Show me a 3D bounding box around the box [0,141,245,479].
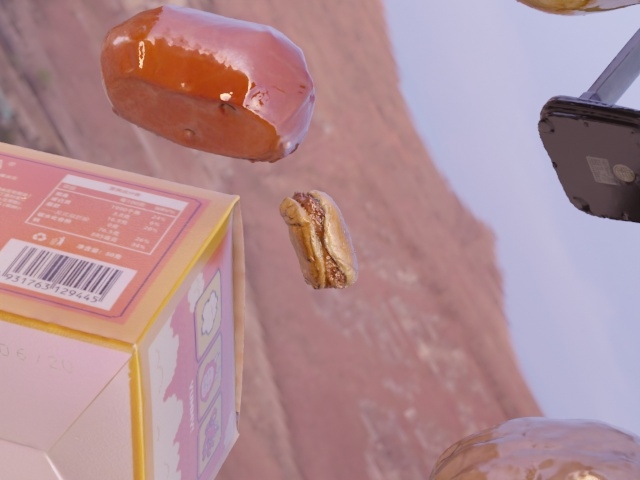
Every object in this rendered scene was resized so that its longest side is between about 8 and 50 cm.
[{"bbox_3d":[-0.223,0.084,1.269,0.214,0.283,0.260,-59,157,-48],"label":"box"}]

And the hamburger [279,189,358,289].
[{"bbox_3d":[0.000,0.000,1.290,0.076,0.044,0.083,-137,-150,-72],"label":"hamburger"}]

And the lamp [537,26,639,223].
[{"bbox_3d":[0.318,-0.101,1.287,0.124,0.283,0.203,32,-25,50],"label":"lamp"}]

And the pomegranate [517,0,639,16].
[{"bbox_3d":[0.189,-0.275,1.137,0.260,0.260,0.260,61,0,0],"label":"pomegranate"}]

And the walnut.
[{"bbox_3d":[0.201,0.272,1.381,0.273,0.273,0.227,61,28,-51],"label":"walnut"}]

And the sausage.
[{"bbox_3d":[-0.134,-0.184,1.900,0.268,0.141,0.153,18,-39,16],"label":"sausage"}]
